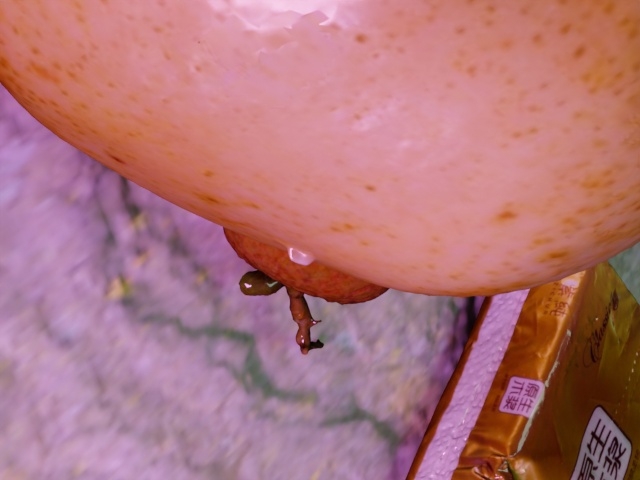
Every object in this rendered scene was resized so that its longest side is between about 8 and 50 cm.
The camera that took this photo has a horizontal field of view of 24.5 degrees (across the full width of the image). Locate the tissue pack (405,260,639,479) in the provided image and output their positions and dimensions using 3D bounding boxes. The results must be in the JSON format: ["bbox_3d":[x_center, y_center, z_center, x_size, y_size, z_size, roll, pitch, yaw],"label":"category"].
[{"bbox_3d":[0.144,0.140,0.963,0.183,0.092,0.226,46,59,-41],"label":"tissue pack"}]

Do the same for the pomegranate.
[{"bbox_3d":[0.039,-0.178,0.571,0.416,0.416,0.417,-8,100,-48],"label":"pomegranate"}]

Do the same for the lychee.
[{"bbox_3d":[0.004,-0.004,0.773,0.114,0.101,0.140,1,94,-48],"label":"lychee"}]
